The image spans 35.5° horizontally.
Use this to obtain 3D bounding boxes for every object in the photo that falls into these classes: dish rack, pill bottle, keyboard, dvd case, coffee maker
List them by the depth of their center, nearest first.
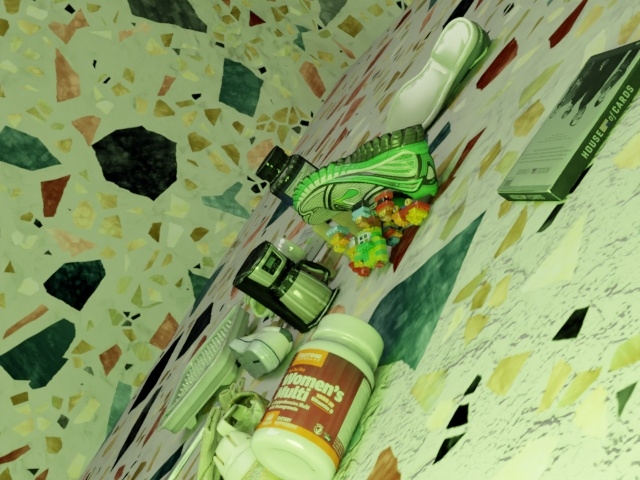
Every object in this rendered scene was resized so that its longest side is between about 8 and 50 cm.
[{"bbox_3d":[0.337,-0.153,1.312,0.238,0.029,0.179,-55,10,-4],"label":"dvd case"},{"bbox_3d":[0.002,0.214,1.367,0.121,0.121,0.221,-41,16,53],"label":"pill bottle"},{"bbox_3d":[-0.080,0.099,1.977,0.171,0.178,0.120,-45,12,42],"label":"coffee maker"},{"bbox_3d":[-0.296,0.471,2.228,0.256,0.014,0.072,-56,5,-12],"label":"keyboard"},{"bbox_3d":[-0.270,0.317,2.447,0.285,0.072,0.333,-51,10,21],"label":"dish rack"},{"bbox_3d":[-0.050,-0.140,2.530,0.123,0.219,0.123,-52,10,13],"label":"pill bottle"}]

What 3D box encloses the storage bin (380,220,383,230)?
[{"bbox_3d":[0.120,-0.089,1.955,0.135,0.098,0.091,-51,21,19],"label":"storage bin"}]

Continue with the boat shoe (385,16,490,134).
[{"bbox_3d":[0.262,-0.336,2.194,0.099,0.116,0.319,4,-55,-49],"label":"boat shoe"}]

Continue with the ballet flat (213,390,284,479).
[{"bbox_3d":[-0.110,0.323,1.542,0.123,0.123,0.348,-53,10,8],"label":"ballet flat"}]

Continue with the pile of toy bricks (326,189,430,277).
[{"bbox_3d":[0.094,0.003,1.764,0.212,0.118,0.105,-32,55,44],"label":"pile of toy bricks"}]

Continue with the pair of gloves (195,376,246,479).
[{"bbox_3d":[-0.177,0.365,1.753,0.240,0.042,0.204,-66,-12,-74],"label":"pair of gloves"}]

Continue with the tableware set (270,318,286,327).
[{"bbox_3d":[-0.073,0.155,2.222,0.169,0.020,0.141,-44,13,52],"label":"tableware set"}]

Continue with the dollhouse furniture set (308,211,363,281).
[{"bbox_3d":[0.000,0.000,2.097,0.144,0.123,0.151,-60,11,-30],"label":"dollhouse furniture set"}]

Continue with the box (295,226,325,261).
[{"bbox_3d":[-0.056,0.051,2.442,0.186,0.038,0.145,-55,10,-12],"label":"box"}]

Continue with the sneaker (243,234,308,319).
[{"bbox_3d":[-0.104,0.089,2.187,0.169,0.108,0.292,-59,-5,-6],"label":"sneaker"}]

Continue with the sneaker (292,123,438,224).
[{"bbox_3d":[0.074,-0.088,1.851,0.134,0.146,0.343,-17,-5,-41],"label":"sneaker"}]

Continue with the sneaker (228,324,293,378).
[{"bbox_3d":[-0.115,0.223,2.042,0.091,0.094,0.258,-38,9,-19],"label":"sneaker"}]
